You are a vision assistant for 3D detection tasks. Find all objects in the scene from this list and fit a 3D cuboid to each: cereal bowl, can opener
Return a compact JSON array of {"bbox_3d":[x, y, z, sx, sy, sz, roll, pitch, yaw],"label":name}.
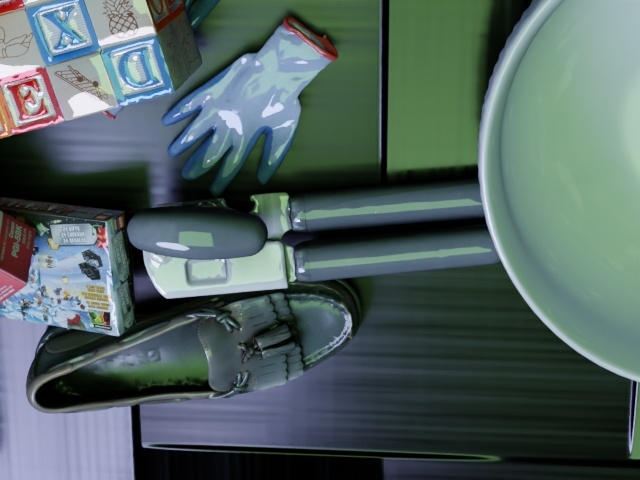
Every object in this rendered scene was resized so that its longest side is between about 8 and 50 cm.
[{"bbox_3d":[0.276,-0.072,1.119,0.339,0.141,0.339,2,109,4],"label":"cereal bowl"},{"bbox_3d":[0.000,0.000,1.194,0.280,0.093,0.074,-5,99,-1],"label":"can opener"}]

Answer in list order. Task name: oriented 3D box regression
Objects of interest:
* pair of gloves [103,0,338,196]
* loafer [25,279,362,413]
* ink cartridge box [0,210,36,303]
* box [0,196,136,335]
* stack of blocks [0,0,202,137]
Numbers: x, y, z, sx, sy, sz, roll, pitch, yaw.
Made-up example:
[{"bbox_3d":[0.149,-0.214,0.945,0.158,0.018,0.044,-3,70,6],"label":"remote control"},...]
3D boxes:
[{"bbox_3d":[-0.094,-0.133,1.194,0.198,0.023,0.159,39,110,-4],"label":"pair of gloves"},{"bbox_3d":[-0.099,0.092,1.243,0.268,0.084,0.096,-12,108,10],"label":"loafer"},{"bbox_3d":[-0.295,0.002,1.180,0.135,0.056,0.099,32,133,-33],"label":"ink cartridge box"},{"bbox_3d":[-0.209,0.018,1.232,0.137,0.027,0.094,7,113,27],"label":"box"},{"bbox_3d":[-0.255,-0.161,1.153,0.297,0.087,0.171,-13,108,15],"label":"stack of blocks"}]
